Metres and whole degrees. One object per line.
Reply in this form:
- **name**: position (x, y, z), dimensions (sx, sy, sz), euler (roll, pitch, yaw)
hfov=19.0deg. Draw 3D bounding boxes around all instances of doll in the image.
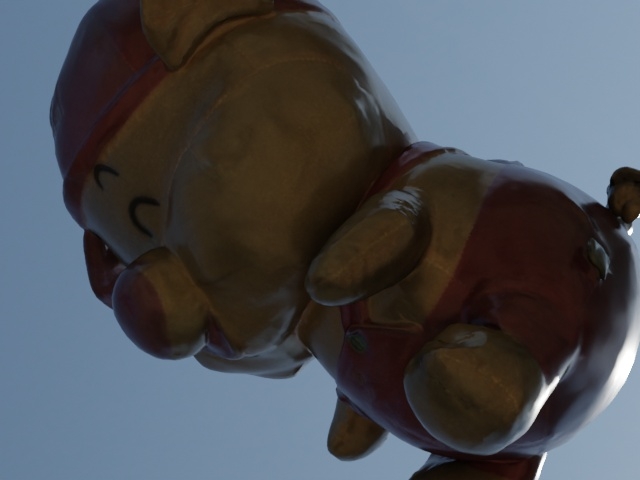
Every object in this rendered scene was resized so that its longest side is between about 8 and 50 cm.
- **doll**: position (-0.002, 0.001, 0.756), dimensions (0.256, 0.196, 0.152), euler (38, -142, 18)
